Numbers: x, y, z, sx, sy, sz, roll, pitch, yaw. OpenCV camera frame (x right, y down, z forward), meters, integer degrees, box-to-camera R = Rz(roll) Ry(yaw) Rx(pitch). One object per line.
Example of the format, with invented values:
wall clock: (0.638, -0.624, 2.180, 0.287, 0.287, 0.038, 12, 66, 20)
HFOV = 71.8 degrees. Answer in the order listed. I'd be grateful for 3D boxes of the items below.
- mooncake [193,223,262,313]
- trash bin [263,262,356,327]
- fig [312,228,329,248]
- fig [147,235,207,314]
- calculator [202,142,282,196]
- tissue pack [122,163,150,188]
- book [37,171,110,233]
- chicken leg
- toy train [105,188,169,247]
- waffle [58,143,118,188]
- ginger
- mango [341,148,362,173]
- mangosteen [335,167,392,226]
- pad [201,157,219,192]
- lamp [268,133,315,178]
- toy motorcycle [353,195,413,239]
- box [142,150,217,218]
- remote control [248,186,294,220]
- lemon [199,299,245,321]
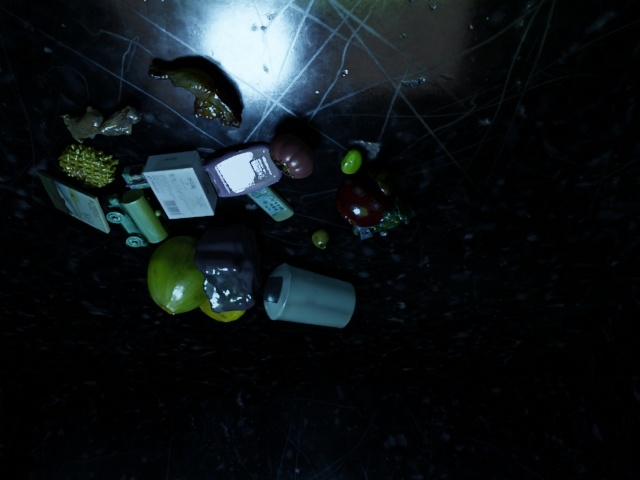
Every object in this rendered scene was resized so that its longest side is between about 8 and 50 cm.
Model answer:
mooncake: (-0.380, 0.107, 1.921, 0.213, 0.350, 0.381, -5, 142, 7)
trash bin: (-0.070, 0.281, 2.197, 0.433, 0.280, 0.280, 15, 138, -22)
fig: (0.000, 0.000, 1.988, 0.084, 0.098, 0.082, -12, 142, 32)
fig: (-0.629, 0.162, 2.000, 0.344, 0.343, 0.343, 0, 140, 0)
calculator: (-0.288, -0.263, 1.685, 0.295, 0.043, 0.194, -16, 127, 9)
tissue pack: (-0.696, -0.241, 1.713, 0.111, 0.079, 0.085, -5, 141, 6)
book: (-0.984, -0.153, 1.772, 0.290, 0.026, 0.201, 23, 140, 13)
chicken leg: (-0.392, -0.474, 1.439, 0.178, 0.082, 0.322, -11, 144, 36)
toy train: (-0.770, -0.082, 1.868, 0.190, 0.126, 0.307, -5, 139, 7)
waffle: (-0.884, -0.276, 1.678, 0.197, 0.070, 0.193, -31, 132, 31)
ginger: (-0.745, -0.410, 1.524, 0.291, 0.084, 0.122, -5, 119, 12)
mango: (0.118, -0.297, 1.660, 0.074, 0.056, 0.108, 3, 138, -12)
mangosteen: (0.183, -0.175, 1.715, 0.257, 0.215, 0.215, -46, 130, -1)
pad: (-0.385, -0.260, 1.747, 0.113, 0.006, 0.187, -6, 142, 6)
lamp: (-0.096, -0.306, 1.579, 0.182, 0.140, 0.182, 38, 169, 9)
toy motorcycle: (0.266, -0.090, 1.848, 0.275, 0.124, 0.187, -19, 158, 1)
box: (-0.538, -0.211, 1.725, 0.195, 0.111, 0.260, -4, 138, 5)
remote control: (-0.210, -0.165, 1.837, 0.098, 0.038, 0.233, -23, 134, 25)
lemon: (-0.496, 0.292, 2.243, 0.288, 0.233, 0.234, 32, 131, -30)
